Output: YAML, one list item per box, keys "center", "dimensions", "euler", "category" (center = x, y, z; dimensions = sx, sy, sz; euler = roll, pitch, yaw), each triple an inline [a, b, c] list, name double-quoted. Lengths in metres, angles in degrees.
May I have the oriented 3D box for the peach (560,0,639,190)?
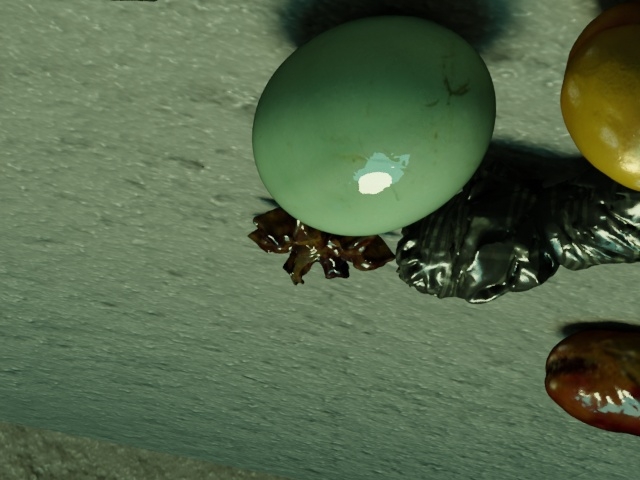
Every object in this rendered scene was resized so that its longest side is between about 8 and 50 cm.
- center: [0.239, -0.108, 1.166]
  dimensions: [0.138, 0.138, 0.138]
  euler: [9, 161, 3]
  category: "peach"

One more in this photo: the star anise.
- center: [0.000, 0.000, 1.726]
  dimensions: [0.167, 0.057, 0.168]
  euler: [5, 152, 3]
  category: "star anise"

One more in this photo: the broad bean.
- center: [0.386, 0.180, 1.937]
  dimensions: [0.228, 0.122, 0.156]
  euler: [17, 158, -10]
  category: "broad bean"

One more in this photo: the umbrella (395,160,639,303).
- center: [0.228, -0.022, 1.456]
  dimensions: [0.336, 0.128, 0.154]
  euler: [-12, 177, 31]
  category: "umbrella"

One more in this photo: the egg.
- center: [0.042, -0.091, 1.264]
  dimensions: [0.168, 0.168, 0.231]
  euler: [22, 153, -31]
  category: "egg"
